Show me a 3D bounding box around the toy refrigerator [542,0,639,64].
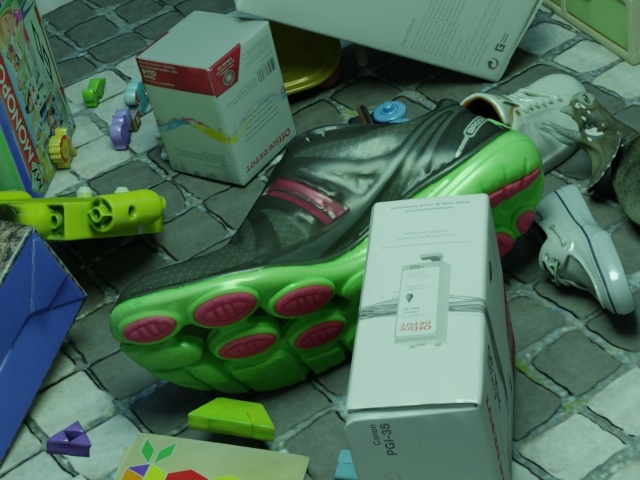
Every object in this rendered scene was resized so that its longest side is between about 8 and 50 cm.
[{"bbox_3d":[0.379,-0.347,1.851,0.094,0.102,0.269,-23,39,-13],"label":"toy refrigerator"}]

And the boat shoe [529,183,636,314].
[{"bbox_3d":[0.271,0.020,1.437,0.076,0.083,0.226,-23,25,6],"label":"boat shoe"}]

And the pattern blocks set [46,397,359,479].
[{"bbox_3d":[-0.109,0.231,1.235,0.325,0.026,0.285,10,27,15],"label":"pattern blocks set"}]

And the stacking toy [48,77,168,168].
[{"bbox_3d":[-0.265,-0.179,1.862,0.167,0.052,0.221,-3,37,12],"label":"stacking toy"}]

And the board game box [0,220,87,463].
[{"bbox_3d":[-0.440,0.094,1.434,0.291,0.141,0.232,8,58,25],"label":"board game box"}]

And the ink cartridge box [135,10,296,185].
[{"bbox_3d":[-0.130,-0.181,1.722,0.127,0.176,0.128,13,43,34],"label":"ink cartridge box"}]

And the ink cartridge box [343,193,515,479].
[{"bbox_3d":[0.108,0.124,1.227,0.117,0.207,0.283,-5,38,13],"label":"ink cartridge box"}]

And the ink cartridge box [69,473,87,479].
[{"bbox_3d":[-0.232,0.287,1.234,0.104,0.061,0.181,-29,40,-23],"label":"ink cartridge box"}]

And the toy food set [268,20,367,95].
[{"bbox_3d":[-0.037,-0.241,1.873,0.218,0.071,0.128,-17,61,-3],"label":"toy food set"}]

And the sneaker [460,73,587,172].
[{"bbox_3d":[0.235,-0.142,1.610,0.106,0.123,0.290,13,43,33],"label":"sneaker"}]

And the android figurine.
[{"bbox_3d":[-0.296,-0.032,1.579,0.248,0.056,0.273,2,6,36],"label":"android figurine"}]

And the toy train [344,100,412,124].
[{"bbox_3d":[0.073,-0.101,1.642,0.105,0.080,0.184,-20,37,0],"label":"toy train"}]

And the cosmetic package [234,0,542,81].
[{"bbox_3d":[0.071,-0.361,1.777,0.385,0.156,0.217,12,31,-23],"label":"cosmetic package"}]

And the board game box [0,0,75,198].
[{"bbox_3d":[-0.401,-0.216,1.728,0.046,0.317,0.213,-4,38,10],"label":"board game box"}]

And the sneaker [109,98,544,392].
[{"bbox_3d":[0.000,0.000,1.421,0.483,0.185,0.202,-25,47,-15],"label":"sneaker"}]

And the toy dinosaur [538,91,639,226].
[{"bbox_3d":[0.389,-0.057,1.487,0.160,0.121,0.313,-30,44,-2],"label":"toy dinosaur"}]
